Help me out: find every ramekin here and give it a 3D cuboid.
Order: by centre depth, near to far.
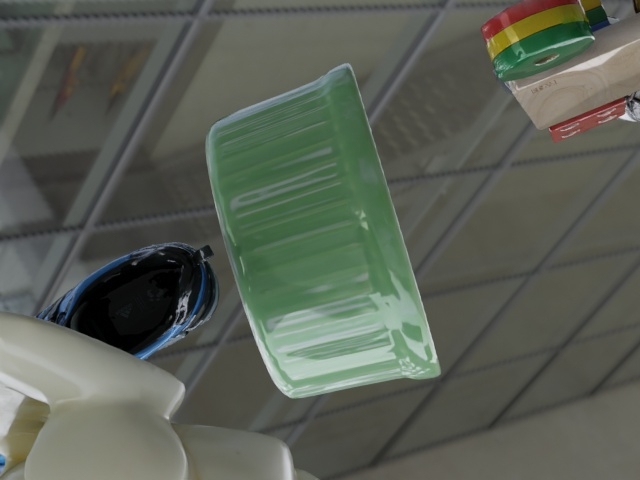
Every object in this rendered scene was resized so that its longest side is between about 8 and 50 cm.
[{"bbox_3d":[0.000,0.000,1.359,0.148,0.303,0.303,-16,-130,3],"label":"ramekin"}]

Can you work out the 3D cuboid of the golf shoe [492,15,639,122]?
[{"bbox_3d":[0.217,-0.116,0.993,0.198,0.077,0.094,8,-177,7],"label":"golf shoe"}]

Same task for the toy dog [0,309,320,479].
[{"bbox_3d":[-0.185,0.313,1.028,0.395,0.284,0.408,25,-116,-21],"label":"toy dog"}]

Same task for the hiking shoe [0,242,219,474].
[{"bbox_3d":[-0.223,0.095,1.240,0.304,0.132,0.113,-40,-97,-8],"label":"hiking shoe"}]

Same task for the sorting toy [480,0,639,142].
[{"bbox_3d":[0.160,-0.109,0.748,0.274,0.132,0.046,16,-127,-75],"label":"sorting toy"}]
